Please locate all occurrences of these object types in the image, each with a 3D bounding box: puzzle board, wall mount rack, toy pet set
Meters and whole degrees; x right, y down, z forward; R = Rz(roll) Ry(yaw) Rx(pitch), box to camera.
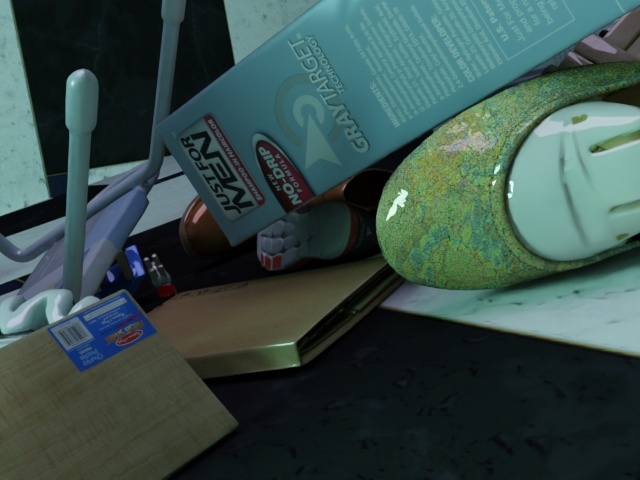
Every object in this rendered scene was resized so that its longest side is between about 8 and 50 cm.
[{"bbox_3d":[-0.113,0.083,0.466,0.128,0.096,0.011,-29,-19,-47],"label":"puzzle board"},{"bbox_3d":[-0.195,-0.029,0.711,0.304,0.130,0.350,-33,22,24],"label":"wall mount rack"},{"bbox_3d":[-0.189,0.053,0.860,0.122,0.065,0.114,-22,46,-8],"label":"toy pet set"}]

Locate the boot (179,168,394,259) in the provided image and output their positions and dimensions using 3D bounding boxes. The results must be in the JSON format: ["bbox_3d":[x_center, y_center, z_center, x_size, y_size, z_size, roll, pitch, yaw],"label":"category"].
[{"bbox_3d":[-0.030,-0.036,0.972,0.152,0.073,0.197,1,23,47],"label":"boot"}]

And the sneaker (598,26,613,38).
[{"bbox_3d":[0.387,-0.202,1.001,0.182,0.127,0.315,-3,19,46],"label":"sneaker"}]

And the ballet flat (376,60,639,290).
[{"bbox_3d":[0.204,-0.053,0.566,0.349,0.123,0.123,-16,10,-9],"label":"ballet flat"}]

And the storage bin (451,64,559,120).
[{"bbox_3d":[0.189,-0.114,0.963,0.135,0.091,0.098,-9,13,39],"label":"storage bin"}]

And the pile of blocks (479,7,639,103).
[{"bbox_3d":[0.215,-0.072,0.748,0.113,0.149,0.362,38,52,22],"label":"pile of blocks"}]

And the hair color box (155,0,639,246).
[{"bbox_3d":[0.076,-0.145,0.682,0.374,0.113,0.185,-30,6,37],"label":"hair color box"}]

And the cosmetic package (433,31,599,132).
[{"bbox_3d":[0.233,-0.256,1.249,0.225,0.224,0.138,-15,11,13],"label":"cosmetic package"}]

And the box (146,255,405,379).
[{"bbox_3d":[-0.061,0.058,0.671,0.201,0.021,0.164,-11,13,30],"label":"box"}]

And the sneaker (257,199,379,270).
[{"bbox_3d":[0.000,0.000,0.828,0.065,0.061,0.158,8,-3,-32],"label":"sneaker"}]

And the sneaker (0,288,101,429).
[{"bbox_3d":[-0.246,0.104,0.535,0.292,0.110,0.118,-14,20,18],"label":"sneaker"}]
